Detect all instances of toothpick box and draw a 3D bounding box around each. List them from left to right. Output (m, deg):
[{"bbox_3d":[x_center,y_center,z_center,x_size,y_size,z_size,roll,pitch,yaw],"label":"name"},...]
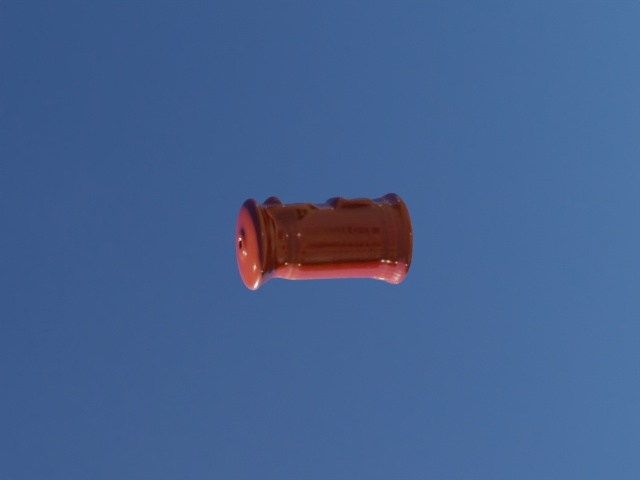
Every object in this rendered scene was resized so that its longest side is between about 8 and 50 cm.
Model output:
[{"bbox_3d":[0.000,0.000,0.702,0.083,0.047,0.047,-2,-102,-19],"label":"toothpick box"}]
